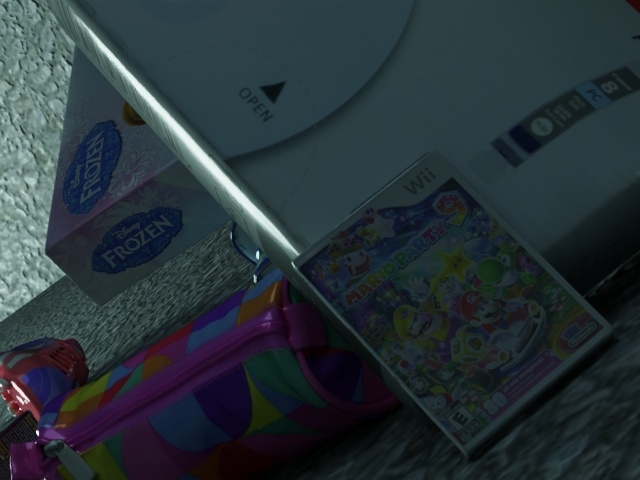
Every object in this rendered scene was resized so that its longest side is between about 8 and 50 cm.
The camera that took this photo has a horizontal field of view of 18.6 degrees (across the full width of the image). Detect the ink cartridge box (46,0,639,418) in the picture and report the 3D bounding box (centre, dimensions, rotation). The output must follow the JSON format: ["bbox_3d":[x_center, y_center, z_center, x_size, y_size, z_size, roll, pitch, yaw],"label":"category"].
[{"bbox_3d":[0.096,-0.142,1.002,0.385,0.308,0.091,-39,-25,-10],"label":"ink cartridge box"}]

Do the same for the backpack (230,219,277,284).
[{"bbox_3d":[0.000,0.000,1.273,0.105,0.114,0.084,-29,30,35],"label":"backpack"}]

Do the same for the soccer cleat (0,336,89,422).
[{"bbox_3d":[-0.255,0.124,1.815,0.095,0.083,0.248,-33,4,-11],"label":"soccer cleat"}]

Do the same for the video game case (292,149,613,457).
[{"bbox_3d":[0.058,0.026,0.873,0.087,0.122,0.011,-38,-23,-11],"label":"video game case"}]

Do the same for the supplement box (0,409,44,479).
[{"bbox_3d":[-0.248,0.180,1.519,0.083,0.055,0.043,-41,9,-37],"label":"supplement box"}]

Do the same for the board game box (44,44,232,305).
[{"bbox_3d":[-0.052,-0.140,1.423,0.318,0.066,0.318,-33,29,18],"label":"board game box"}]

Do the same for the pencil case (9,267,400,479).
[{"bbox_3d":[-0.061,0.091,1.063,0.236,0.104,0.104,-32,9,36],"label":"pencil case"}]
